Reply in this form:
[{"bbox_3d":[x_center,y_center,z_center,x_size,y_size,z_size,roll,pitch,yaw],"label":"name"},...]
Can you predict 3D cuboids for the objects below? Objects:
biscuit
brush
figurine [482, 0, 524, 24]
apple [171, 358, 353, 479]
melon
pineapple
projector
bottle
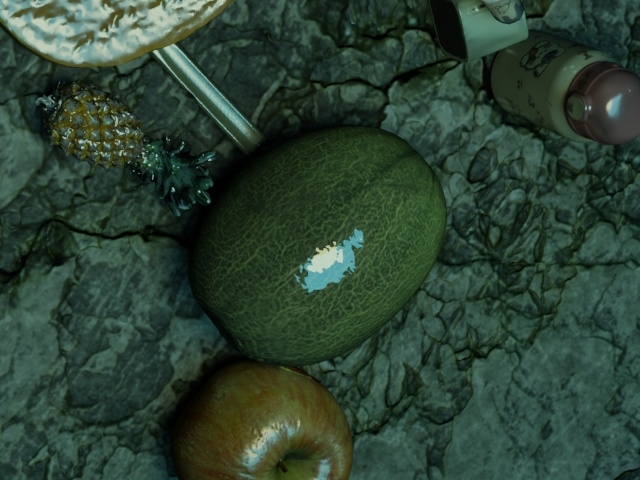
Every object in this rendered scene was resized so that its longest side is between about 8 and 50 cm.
[{"bbox_3d":[-0.211,-0.376,1.776,0.385,0.062,0.365,-38,116,1],"label":"biscuit"},{"bbox_3d":[-0.135,-0.172,1.915,0.034,0.027,0.190,-47,111,-8],"label":"brush"},{"bbox_3d":[0.163,-0.351,1.899,0.145,0.222,0.145,-25,155,-13],"label":"figurine"},{"bbox_3d":[-0.069,0.242,1.989,0.211,0.188,0.211,-9,110,-26],"label":"apple"},{"bbox_3d":[0.000,0.000,1.910,0.301,0.237,0.237,-39,118,-10],"label":"melon"},{"bbox_3d":[-0.212,-0.104,1.856,0.221,0.103,0.083,29,81,-29],"label":"pineapple"},{"bbox_3d":[0.184,-0.262,1.991,0.082,0.083,0.083,-23,115,-15],"label":"projector"},{"bbox_3d":[0.296,-0.173,1.985,0.110,0.233,0.110,-7,109,-21],"label":"bottle"}]
